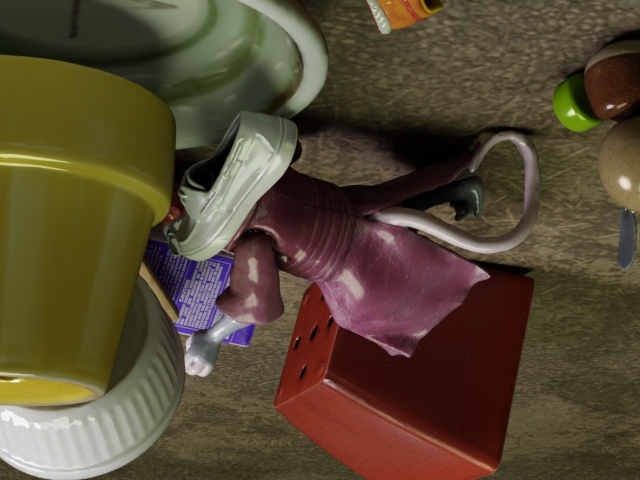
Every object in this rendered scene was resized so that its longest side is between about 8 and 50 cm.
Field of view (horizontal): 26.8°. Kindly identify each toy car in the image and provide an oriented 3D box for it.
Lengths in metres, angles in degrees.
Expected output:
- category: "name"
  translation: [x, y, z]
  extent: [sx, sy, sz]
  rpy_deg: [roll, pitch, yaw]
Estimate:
- category: "toy car"
  translation: [0.298, -0.072, 1.170]
  extent: [0.149, 0.188, 0.155]
  rpy_deg: [14, 157, -26]

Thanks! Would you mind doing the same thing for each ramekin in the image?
- category: "ramekin"
  translation: [-0.231, 0.104, 1.227]
  extent: [0.207, 0.207, 0.109]
  rpy_deg: [2, 150, 2]

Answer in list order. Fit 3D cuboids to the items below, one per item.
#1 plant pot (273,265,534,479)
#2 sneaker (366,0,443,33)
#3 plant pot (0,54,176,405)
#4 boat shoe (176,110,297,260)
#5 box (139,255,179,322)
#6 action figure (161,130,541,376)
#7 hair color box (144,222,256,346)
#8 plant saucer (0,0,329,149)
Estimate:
- category: "plant pot"
  translation: [0.092, 0.160, 1.757]
  extent: [0.235, 0.267, 0.267]
  rpy_deg: [22, 154, -15]
- category: "sneaker"
  translation: [0.048, -0.220, 1.018]
  extent: [0.067, 0.064, 0.175]
  rpy_deg: [-24, 158, 12]
- category: "plant pot"
  translation: [-0.249, 0.005, 1.094]
  extent: [0.254, 0.239, 0.254]
  rpy_deg: [0, 164, 0]
- category: "boat shoe"
  translation: [-0.089, -0.047, 1.165]
  extent: [0.063, 0.066, 0.184]
  rpy_deg: [20, 142, -24]
- category: "box"
  translation: [-0.255, 0.044, 1.338]
  extent: [0.164, 0.021, 0.201]
  rpy_deg: [-27, 129, 0]
- category: "action figure"
  translation: [0.000, 0.000, 1.324]
  extent: [0.370, 0.248, 0.275]
  rpy_deg: [14, 156, -33]
- category: "hair color box"
  translation: [-0.239, 0.007, 1.459]
  extent: [0.339, 0.110, 0.185]
  rpy_deg: [16, -167, -28]
- category: "plant saucer"
  translation: [-0.192, -0.177, 1.060]
  extent: [0.400, 0.101, 0.400]
  rpy_deg: [1, 164, 0]
